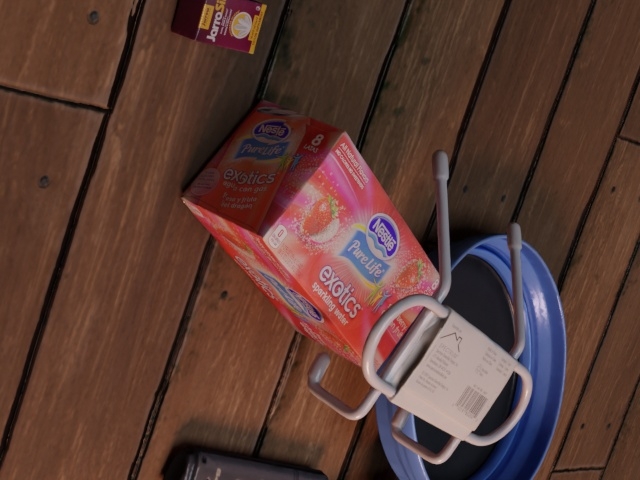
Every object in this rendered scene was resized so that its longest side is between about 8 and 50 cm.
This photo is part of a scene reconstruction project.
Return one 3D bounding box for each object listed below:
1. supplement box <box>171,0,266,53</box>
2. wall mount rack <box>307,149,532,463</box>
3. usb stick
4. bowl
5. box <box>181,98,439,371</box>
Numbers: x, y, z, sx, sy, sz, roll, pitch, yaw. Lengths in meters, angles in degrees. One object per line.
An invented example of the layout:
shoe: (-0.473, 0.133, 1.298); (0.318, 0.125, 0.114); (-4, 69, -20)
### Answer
supplement box: (-0.103, -0.227, 1.246); (0.083, 0.043, 0.055); (3, 109, -46)
wall mount rack: (0.142, 0.088, 1.389); (0.304, 0.130, 0.350); (-56, 140, -2)
usb stick: (-0.088, 0.310, 1.533); (0.278, 0.045, 0.077); (24, 93, -49)
bowl: (0.212, 0.183, 1.689); (0.391, 0.077, 0.391); (-6, 98, -49)
box: (0.000, 0.000, 1.392); (0.154, 0.142, 0.300); (-52, 138, -15)
